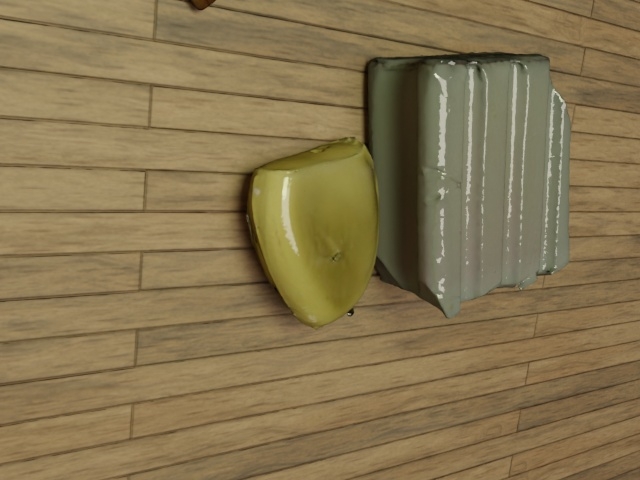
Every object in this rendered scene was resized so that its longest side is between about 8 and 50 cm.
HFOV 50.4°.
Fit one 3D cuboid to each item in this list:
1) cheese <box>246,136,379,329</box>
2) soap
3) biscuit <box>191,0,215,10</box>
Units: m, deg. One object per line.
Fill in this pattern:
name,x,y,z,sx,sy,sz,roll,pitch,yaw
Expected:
cheese,0.000,0.000,1.147,0.259,0.128,0.316,-18,114,-33
soap,0.269,-0.124,1.249,0.350,0.213,0.435,-15,111,-29
biscuit,-0.196,-0.423,0.913,0.176,0.031,0.229,4,136,2
